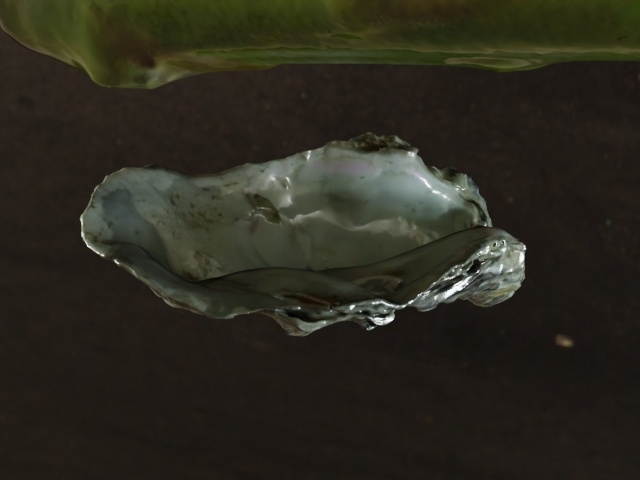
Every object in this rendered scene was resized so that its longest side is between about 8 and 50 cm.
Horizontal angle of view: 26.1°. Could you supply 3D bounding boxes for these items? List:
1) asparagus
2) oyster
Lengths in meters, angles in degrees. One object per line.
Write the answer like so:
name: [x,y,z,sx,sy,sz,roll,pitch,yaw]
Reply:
asparagus: [0.025,-0.094,0.480,0.343,0.085,0.082,4,103,33]
oyster: [0.001,-0.003,0.736,0.199,0.252,0.087,23,112,13]
